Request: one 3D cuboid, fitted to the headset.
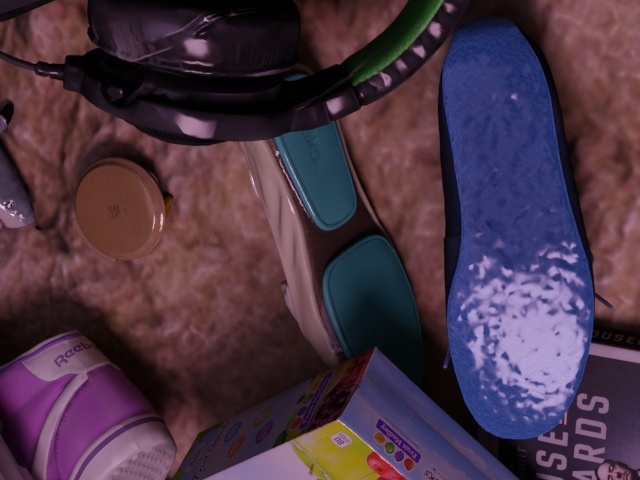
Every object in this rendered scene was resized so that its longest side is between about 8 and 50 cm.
[{"bbox_3d":[-0.093,-0.146,0.765,0.394,0.185,0.243,-21,115,0],"label":"headset"}]

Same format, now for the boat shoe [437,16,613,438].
[{"bbox_3d":[0.127,-0.009,0.863,0.109,0.089,0.258,2,103,8],"label":"boat shoe"}]

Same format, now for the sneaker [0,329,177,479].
[{"bbox_3d":[-0.216,0.186,1.113,0.161,0.102,0.282,47,126,24],"label":"sneaker"}]

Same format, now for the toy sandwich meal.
[{"bbox_3d":[-0.144,-0.022,1.026,0.086,0.029,0.085,7,107,23],"label":"toy sandwich meal"}]

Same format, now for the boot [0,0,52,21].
[{"bbox_3d":[-0.229,-0.357,0.850,0.367,0.146,0.445,-3,104,47],"label":"boot"}]

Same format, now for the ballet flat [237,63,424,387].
[{"bbox_3d":[0.000,0.000,0.941,0.086,0.086,0.248,-12,101,30],"label":"ballet flat"}]

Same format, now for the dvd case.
[{"bbox_3d":[0.217,0.149,0.908,0.239,0.029,0.179,9,112,23],"label":"dvd case"}]

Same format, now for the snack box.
[{"bbox_3d":[0.021,0.178,0.941,0.174,0.070,0.207,42,139,-14],"label":"snack box"}]

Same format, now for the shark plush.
[{"bbox_3d":[-0.259,-0.087,1.062,0.067,0.073,0.161,-8,85,9],"label":"shark plush"}]

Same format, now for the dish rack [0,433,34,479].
[{"bbox_3d":[-0.330,0.183,1.111,0.333,0.072,0.285,52,129,27],"label":"dish rack"}]
